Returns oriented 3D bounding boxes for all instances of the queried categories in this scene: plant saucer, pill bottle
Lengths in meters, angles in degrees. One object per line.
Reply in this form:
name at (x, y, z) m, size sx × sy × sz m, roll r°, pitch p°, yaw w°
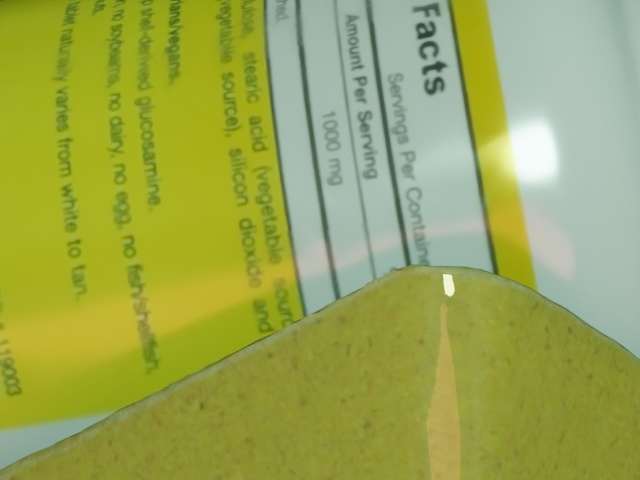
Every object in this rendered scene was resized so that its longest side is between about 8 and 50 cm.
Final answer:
plant saucer at (0.010, 0.160, 0.568) m, size 0.332 × 0.081 × 0.333 m, roll -27°, pitch 141°, yaw 30°
pill bottle at (0.000, 0.000, 0.567) m, size 0.333 × 0.188 × 0.188 m, roll -9°, pitch 112°, yaw 6°
